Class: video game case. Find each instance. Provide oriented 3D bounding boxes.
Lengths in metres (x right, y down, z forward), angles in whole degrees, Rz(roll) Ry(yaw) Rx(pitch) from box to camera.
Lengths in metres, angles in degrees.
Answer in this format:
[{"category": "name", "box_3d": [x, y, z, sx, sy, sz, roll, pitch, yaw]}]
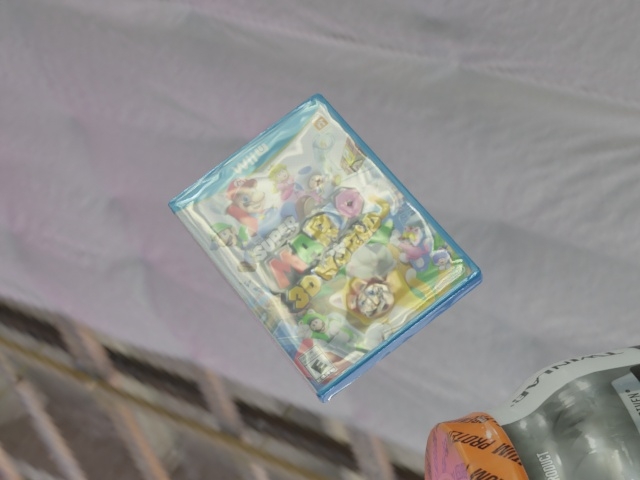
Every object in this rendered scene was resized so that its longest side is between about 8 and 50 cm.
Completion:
[{"category": "video game case", "box_3d": [0.000, 0.000, 0.855, 0.166, 0.119, 0.015, 50, -6, 29]}]

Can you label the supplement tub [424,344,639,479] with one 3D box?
[{"category": "supplement tub", "box_3d": [0.224, 0.141, 0.745, 0.316, 0.194, 0.193, -9, -32, -9]}]
